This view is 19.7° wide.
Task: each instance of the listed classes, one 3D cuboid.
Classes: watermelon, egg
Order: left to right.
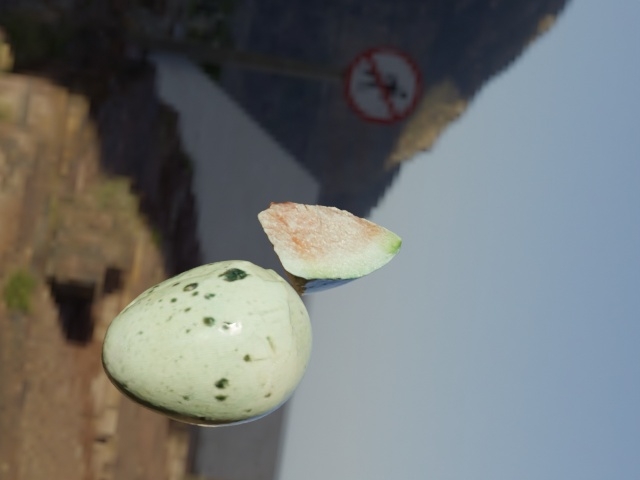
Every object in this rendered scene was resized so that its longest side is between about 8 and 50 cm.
[{"bbox_3d":[-0.087,0.078,1.417,0.131,0.164,0.131,6,-83,63],"label":"egg"},{"bbox_3d":[0.004,0.009,1.768,0.081,0.180,0.094,-21,-111,39],"label":"watermelon"}]
